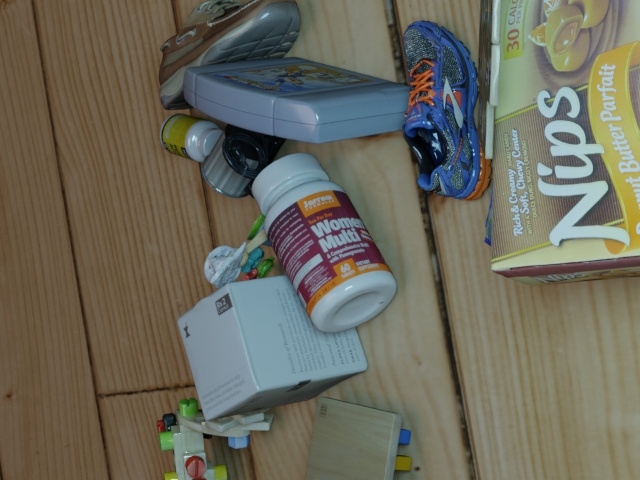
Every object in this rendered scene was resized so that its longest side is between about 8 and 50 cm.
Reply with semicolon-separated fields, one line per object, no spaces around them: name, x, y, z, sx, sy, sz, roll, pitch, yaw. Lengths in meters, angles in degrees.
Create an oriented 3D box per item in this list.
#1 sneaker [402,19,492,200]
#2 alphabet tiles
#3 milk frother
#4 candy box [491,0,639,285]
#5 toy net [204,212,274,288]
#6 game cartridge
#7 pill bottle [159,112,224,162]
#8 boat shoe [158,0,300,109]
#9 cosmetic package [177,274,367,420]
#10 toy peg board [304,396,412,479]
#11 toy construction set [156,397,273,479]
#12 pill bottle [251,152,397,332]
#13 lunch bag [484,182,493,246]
sneaker;0.136;-0.153;1.543;0.083;0.087;0.221;-26;76;51
alphabet tiles;0.174;-0.237;1.354;0.342;0.011;0.285;-66;-23;-78
milk frother;-0.114;-0.112;1.834;0.129;0.143;0.134;54;133;22
candy box;0.266;-0.122;1.280;0.183;0.088;0.316;-7;75;39
toy net;-0.110;0.023;1.796;0.045;0.232;0.122;38;115;11
game cartridge;-0.037;-0.182;1.675;0.297;0.198;0.062;23;114;48
pill bottle;-0.186;-0.152;1.987;0.116;0.065;0.065;19;111;50
boat shoe;-0.144;-0.286;1.867;0.324;0.123;0.116;-25;74;50
cosmetic package;-0.067;0.139;1.782;0.151;0.184;0.151;-36;68;50
toy peg board;0.062;0.300;1.748;0.161;0.079;0.160;5;84;52
toy construction set;-0.174;0.365;1.991;0.215;0.151;0.327;-132;52;-70
pill bottle;0.000;0.000;1.722;0.221;0.121;0.121;61;138;26
lunch bag;0.237;-0.046;1.425;0.151;0.096;0.128;19;104;56
